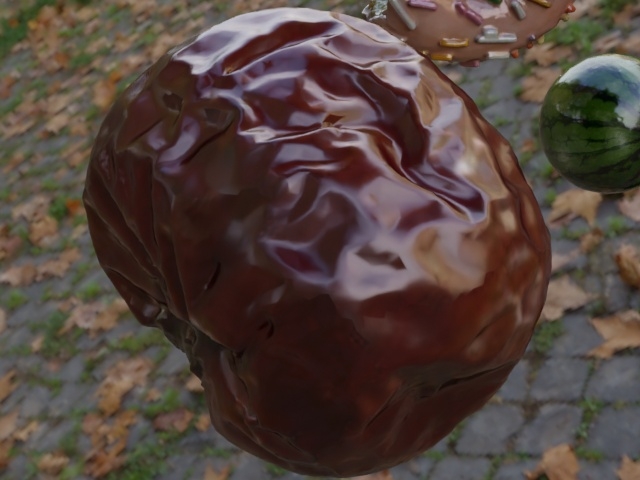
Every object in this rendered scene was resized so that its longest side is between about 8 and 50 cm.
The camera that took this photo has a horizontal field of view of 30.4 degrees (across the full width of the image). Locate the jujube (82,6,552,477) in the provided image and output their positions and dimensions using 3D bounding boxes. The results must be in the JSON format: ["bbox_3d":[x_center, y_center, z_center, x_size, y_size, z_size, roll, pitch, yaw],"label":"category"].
[{"bbox_3d":[0.000,0.000,0.602,0.213,0.213,0.232,-36,60,-4],"label":"jujube"}]

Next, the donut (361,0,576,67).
[{"bbox_3d":[0.111,-0.163,0.696,0.166,0.117,0.065,-52,26,16],"label":"donut"}]

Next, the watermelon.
[{"bbox_3d":[0.204,-0.079,0.815,0.109,0.109,0.109,-25,30,15],"label":"watermelon"}]
